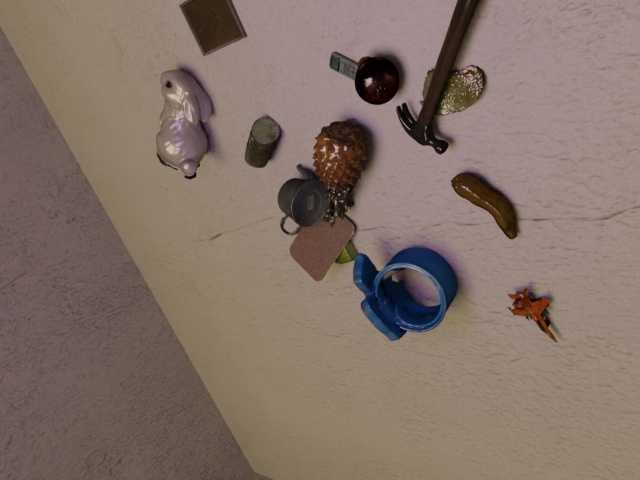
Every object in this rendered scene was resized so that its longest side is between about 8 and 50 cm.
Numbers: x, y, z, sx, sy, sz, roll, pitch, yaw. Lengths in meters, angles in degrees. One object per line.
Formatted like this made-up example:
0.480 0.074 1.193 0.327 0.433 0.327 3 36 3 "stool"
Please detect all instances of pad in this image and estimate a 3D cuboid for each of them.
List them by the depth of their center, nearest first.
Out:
0.000 0.000 2.202 0.176 0.002 0.266 44 120 21 "pad"

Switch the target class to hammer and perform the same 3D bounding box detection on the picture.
0.302 -0.415 1.551 0.168 0.044 0.440 39 142 20 "hammer"

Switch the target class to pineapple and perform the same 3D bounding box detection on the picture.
0.051 -0.193 1.947 0.175 0.175 0.361 34 140 23 "pineapple"

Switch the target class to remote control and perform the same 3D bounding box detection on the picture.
0.077 -0.486 1.790 0.124 0.018 0.053 34 140 22 "remote control"

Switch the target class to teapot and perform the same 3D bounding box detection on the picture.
-0.081 -0.134 2.148 0.149 0.162 0.240 25 106 43 "teapot"

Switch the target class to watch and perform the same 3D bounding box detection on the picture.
0.262 0.129 1.975 0.274 0.241 0.305 -32 98 37 "watch"

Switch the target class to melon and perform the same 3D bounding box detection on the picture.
0.038 0.019 2.232 0.209 0.064 0.118 20 127 33 "melon"

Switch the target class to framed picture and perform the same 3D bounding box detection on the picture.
-0.351 -0.713 2.058 0.249 0.016 0.184 -3 118 49 "framed picture"

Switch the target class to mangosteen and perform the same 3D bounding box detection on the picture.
0.145 -0.433 1.691 0.140 0.140 0.140 28 138 29 "mangosteen"

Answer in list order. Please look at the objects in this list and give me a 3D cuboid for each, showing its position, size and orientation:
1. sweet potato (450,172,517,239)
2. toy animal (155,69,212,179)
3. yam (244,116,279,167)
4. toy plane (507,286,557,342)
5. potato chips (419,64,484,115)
0.447 -0.100 1.690 0.233 0.062 0.081 43 159 6 "sweet potato"
-0.504 -0.438 2.334 0.257 0.193 0.358 40 136 31 "toy animal"
-0.204 -0.322 2.167 0.107 0.107 0.183 43 144 12 "yam"
0.610 0.209 1.788 0.188 0.062 0.135 41 145 -10 "toy plane"
0.323 -0.383 1.609 0.142 0.026 0.209 50 145 2 "potato chips"
